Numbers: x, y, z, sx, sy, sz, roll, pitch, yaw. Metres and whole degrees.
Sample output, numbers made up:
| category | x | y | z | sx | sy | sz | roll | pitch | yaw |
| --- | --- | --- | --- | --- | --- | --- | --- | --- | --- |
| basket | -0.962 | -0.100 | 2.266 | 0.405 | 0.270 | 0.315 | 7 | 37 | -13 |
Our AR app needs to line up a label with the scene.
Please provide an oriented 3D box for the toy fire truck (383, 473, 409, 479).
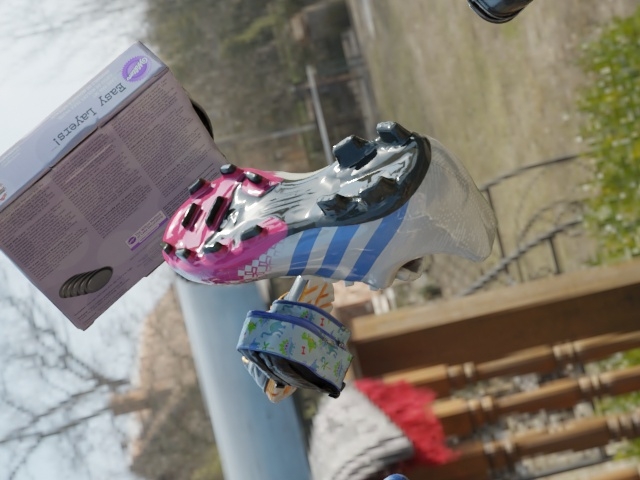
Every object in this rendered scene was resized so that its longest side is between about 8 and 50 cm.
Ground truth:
| category | x | y | z | sx | sy | sz | roll | pitch | yaw |
| --- | --- | --- | --- | --- | --- | --- | --- | --- | --- |
| toy fire truck | 0.045 | 0.457 | 2.032 | 0.169 | 0.254 | 0.302 | 60 | 175 | -3 |

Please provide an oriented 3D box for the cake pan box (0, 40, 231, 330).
| category | x | y | z | sx | sy | sz | roll | pitch | yaw |
| --- | --- | --- | --- | --- | --- | --- | --- | --- | --- |
| cake pan box | -0.224 | -0.055 | 1.424 | 0.070 | 0.267 | 0.246 | 44 | 173 | 30 |

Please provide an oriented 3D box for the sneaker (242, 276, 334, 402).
| category | x | y | z | sx | sy | sz | roll | pitch | yaw |
| --- | --- | --- | --- | --- | --- | --- | --- | --- | --- |
| sneaker | -0.050 | 0.119 | 1.789 | 0.083 | 0.084 | 0.215 | 37 | 120 | 26 |

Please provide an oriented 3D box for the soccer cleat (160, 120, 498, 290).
| category | x | y | z | sx | sy | sz | roll | pitch | yaw |
| --- | --- | --- | --- | --- | --- | --- | --- | --- | --- |
| soccer cleat | 0.000 | 0.000 | 1.109 | 0.143 | 0.331 | 0.116 | 40 | -123 | -31 |

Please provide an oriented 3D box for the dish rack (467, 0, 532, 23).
| category | x | y | z | sx | sy | sz | roll | pitch | yaw |
| --- | --- | --- | --- | --- | --- | --- | --- | --- | --- |
| dish rack | 0.138 | -0.345 | 1.109 | 0.271 | 0.208 | 0.074 | 43 | 172 | -14 |

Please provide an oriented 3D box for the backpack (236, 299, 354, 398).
| category | x | y | z | sx | sy | sz | roll | pitch | yaw |
| --- | --- | --- | --- | --- | --- | --- | --- | --- | --- |
| backpack | -0.029 | 0.111 | 1.428 | 0.114 | 0.105 | 0.084 | 37 | -115 | -48 |
